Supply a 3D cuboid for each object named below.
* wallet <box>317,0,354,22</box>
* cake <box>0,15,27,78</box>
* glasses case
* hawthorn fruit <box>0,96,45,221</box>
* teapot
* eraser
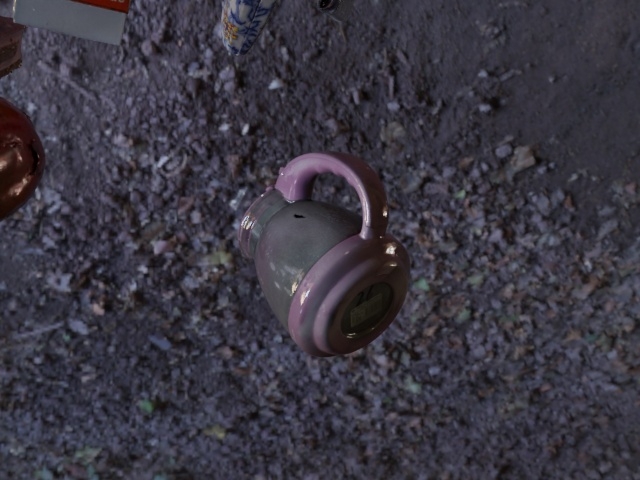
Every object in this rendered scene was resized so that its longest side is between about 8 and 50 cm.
[{"bbox_3d":[0.046,-0.363,0.868,0.036,0.167,0.222,17,103,2],"label":"wallet"},{"bbox_3d":[-0.586,-0.277,1.185,0.112,0.295,0.116,33,128,-7],"label":"cake"},{"bbox_3d":[-0.089,-0.360,1.056,0.065,0.087,0.248,0,150,-25],"label":"glasses case"},{"bbox_3d":[-0.439,-0.116,0.974,0.181,0.235,0.181,8,122,13],"label":"hawthorn fruit"},{"bbox_3d":[-0.008,0.006,0.627,0.116,0.146,0.148,-33,140,-19],"label":"teapot"},{"bbox_3d":[-0.332,-0.394,1.057,0.157,0.038,0.230,7,127,-24],"label":"eraser"}]
